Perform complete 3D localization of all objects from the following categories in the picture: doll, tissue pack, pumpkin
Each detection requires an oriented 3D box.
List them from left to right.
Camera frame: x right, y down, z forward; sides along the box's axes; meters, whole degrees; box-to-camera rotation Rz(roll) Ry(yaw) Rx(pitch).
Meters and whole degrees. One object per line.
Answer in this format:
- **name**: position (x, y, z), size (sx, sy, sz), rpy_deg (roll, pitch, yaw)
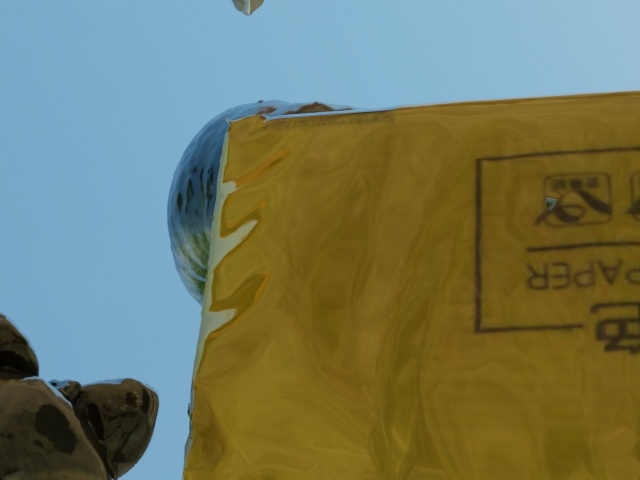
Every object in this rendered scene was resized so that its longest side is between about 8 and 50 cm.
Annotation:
- **doll**: position (-0.347, 0.258, 1.731), size (0.252, 0.378, 0.382), rpy_deg (38, -110, -18)
- **pumpkin**: position (0.000, 0.000, 1.645), size (0.300, 0.300, 0.207), rpy_deg (46, -124, -30)
- **tissue pack**: position (0.162, 0.094, 0.716), size (0.293, 0.382, 0.228), rpy_deg (75, -166, -52)

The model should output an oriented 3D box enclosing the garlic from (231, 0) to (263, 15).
- **garlic**: position (-0.123, -0.211, 1.150), size (0.090, 0.198, 0.128), rpy_deg (-131, 45, -64)
